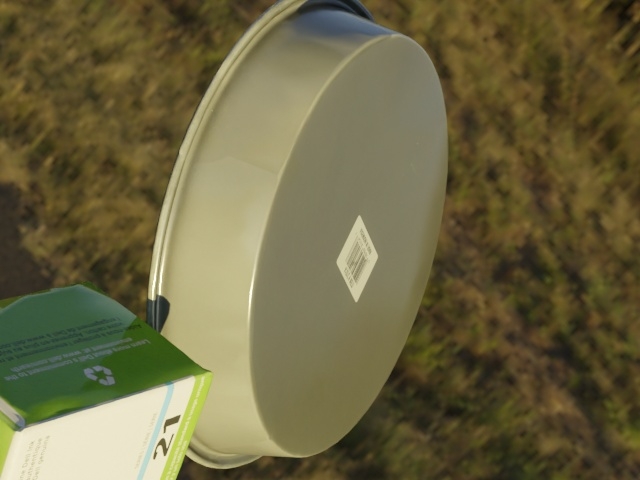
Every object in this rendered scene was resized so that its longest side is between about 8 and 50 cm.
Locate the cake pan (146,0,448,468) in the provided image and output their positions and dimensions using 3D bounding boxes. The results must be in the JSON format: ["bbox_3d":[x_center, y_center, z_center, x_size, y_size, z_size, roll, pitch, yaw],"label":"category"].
[{"bbox_3d":[0.000,0.000,0.883,0.054,0.293,0.293,15,7,25],"label":"cake pan"}]

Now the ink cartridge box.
[{"bbox_3d":[-0.189,0.139,0.688,0.097,0.188,0.255,32,25,26],"label":"ink cartridge box"}]
